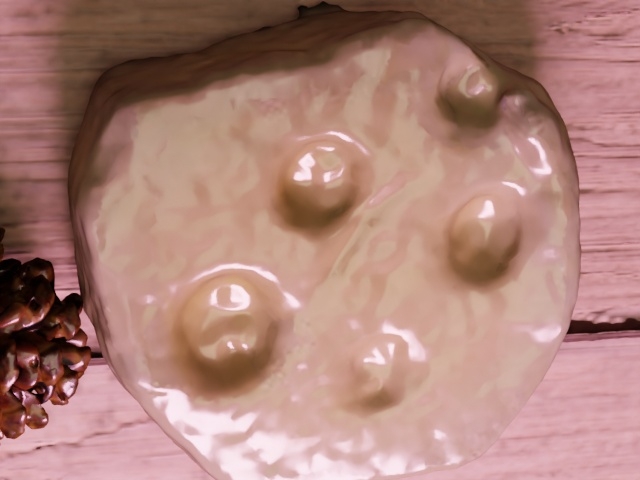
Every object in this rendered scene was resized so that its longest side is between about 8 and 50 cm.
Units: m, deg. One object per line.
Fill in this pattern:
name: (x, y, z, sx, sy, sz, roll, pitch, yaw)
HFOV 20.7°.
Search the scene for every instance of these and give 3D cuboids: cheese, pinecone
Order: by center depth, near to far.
pinecone: (-0.217, 0.061, 1.019, 0.174, 0.173, 0.173, -3, 106, -13)
cheese: (0.000, 0.000, 1.072, 0.326, 0.115, 0.318, 37, 94, -20)
